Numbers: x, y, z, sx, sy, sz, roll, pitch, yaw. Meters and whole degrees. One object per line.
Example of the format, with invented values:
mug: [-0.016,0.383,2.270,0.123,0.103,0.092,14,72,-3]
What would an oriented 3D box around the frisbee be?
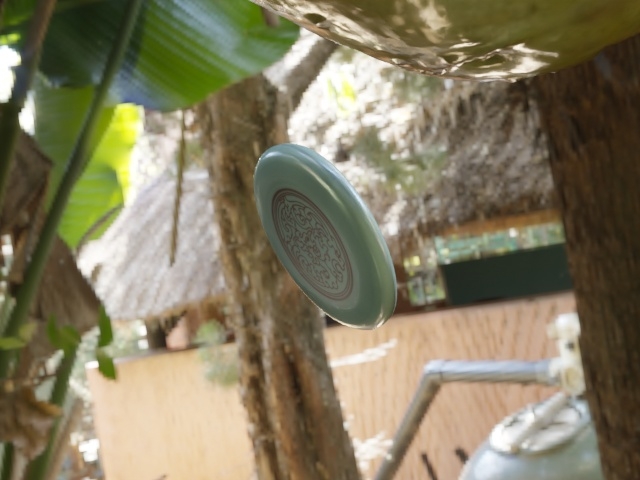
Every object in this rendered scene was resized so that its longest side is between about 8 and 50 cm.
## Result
frisbee: [0.000,0.000,0.571,0.014,0.110,0.110,-31,8,-25]

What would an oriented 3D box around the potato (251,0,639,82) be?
potato: [0.013,-0.164,0.394,0.300,0.196,0.246,10,47,15]
